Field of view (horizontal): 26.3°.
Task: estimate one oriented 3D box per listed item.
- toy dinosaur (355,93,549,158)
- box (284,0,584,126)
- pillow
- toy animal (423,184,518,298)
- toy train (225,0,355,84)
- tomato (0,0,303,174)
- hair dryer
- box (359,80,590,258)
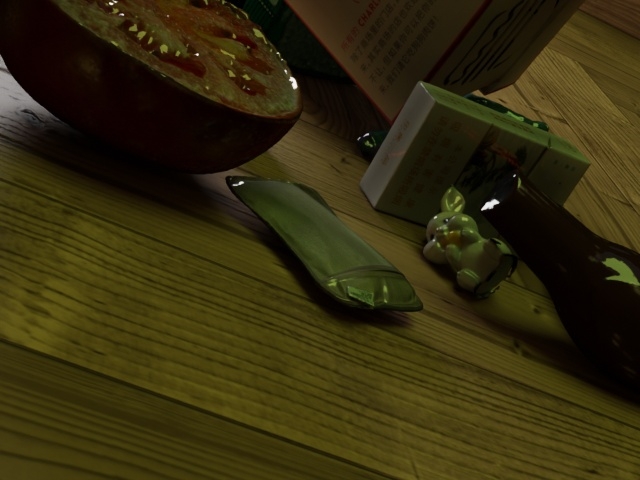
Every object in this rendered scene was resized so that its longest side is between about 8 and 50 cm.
[{"bbox_3d":[0.115,-0.202,1.908,0.331,0.129,0.383,4,30,-33],"label":"toy dinosaur"},{"bbox_3d":[0.160,-0.377,1.766,0.300,0.314,0.312,-26,72,-46],"label":"box"},{"bbox_3d":[0.000,0.000,1.347,0.131,0.038,0.233,1,34,-46],"label":"pillow"},{"bbox_3d":[0.156,0.002,1.501,0.124,0.071,0.085,41,24,28],"label":"toy animal"},{"bbox_3d":[-0.030,-0.313,1.920,0.269,0.115,0.154,6,31,-46],"label":"toy train"},{"bbox_3d":[-0.184,-0.169,1.345,0.338,0.143,0.338,29,22,-13],"label":"tomato"},{"bbox_3d":[0.276,0.023,1.539,0.312,0.123,0.340,43,5,-13],"label":"hair dryer"},{"bbox_3d":[0.182,-0.079,1.613,0.233,0.149,0.067,18,27,-28],"label":"box"}]
